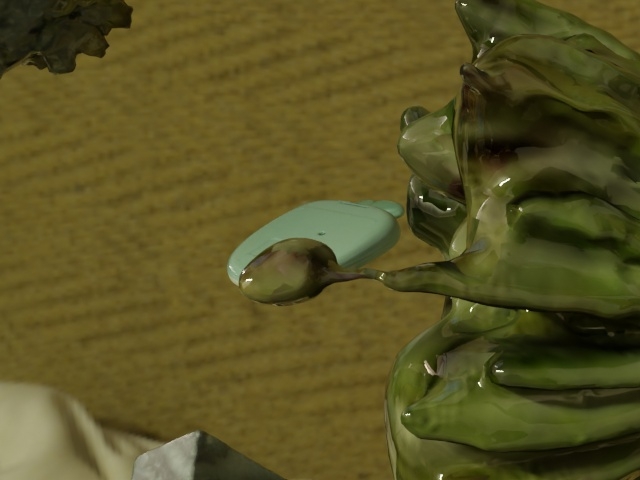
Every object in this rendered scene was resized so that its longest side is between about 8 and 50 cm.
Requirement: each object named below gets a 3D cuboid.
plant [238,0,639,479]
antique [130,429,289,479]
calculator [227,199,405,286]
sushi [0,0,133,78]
[{"bbox_3d":[0.162,0.044,0.579,0.333,0.251,0.180,16,70,13],"label":"plant"},{"bbox_3d":[-0.072,0.248,1.424,0.088,0.183,0.086,-27,42,35],"label":"antique"},{"bbox_3d":[0.000,0.000,1.147,0.095,0.153,0.021,12,122,39],"label":"calculator"},{"bbox_3d":[-0.268,-0.277,1.088,0.396,0.351,0.240,-47,54,27],"label":"sushi"}]
